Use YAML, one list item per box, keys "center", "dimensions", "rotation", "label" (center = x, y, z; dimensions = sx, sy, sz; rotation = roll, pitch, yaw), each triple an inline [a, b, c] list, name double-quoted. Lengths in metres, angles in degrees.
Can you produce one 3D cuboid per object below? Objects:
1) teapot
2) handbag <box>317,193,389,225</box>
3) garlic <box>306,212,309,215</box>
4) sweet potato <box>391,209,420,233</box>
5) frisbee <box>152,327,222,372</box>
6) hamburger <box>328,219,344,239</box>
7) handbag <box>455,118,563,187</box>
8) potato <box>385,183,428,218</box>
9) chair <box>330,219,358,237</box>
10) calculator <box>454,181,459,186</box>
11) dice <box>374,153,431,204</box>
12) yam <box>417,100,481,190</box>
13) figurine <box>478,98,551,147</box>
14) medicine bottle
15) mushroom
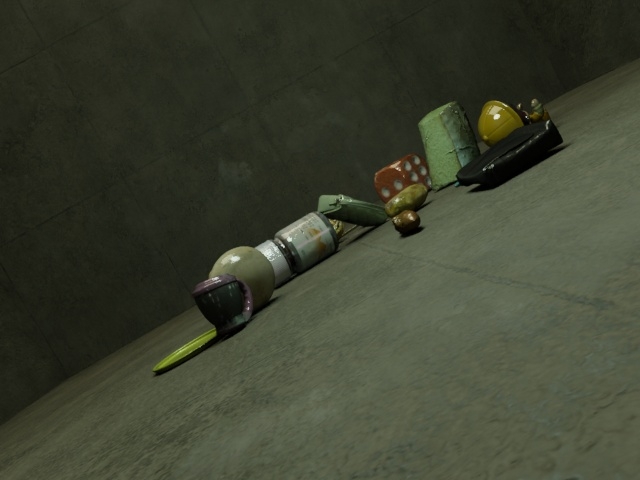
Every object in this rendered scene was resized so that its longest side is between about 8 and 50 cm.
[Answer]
- center: [-0.242, 0.164, 1.413]
  dimensions: [0.116, 0.146, 0.148]
  rotation: [-24, -4, 9]
  label: "teapot"
- center: [0.134, -0.103, 1.974]
  dimensions: [0.256, 0.079, 0.219]
  rotation: [13, -8, -37]
  label: "handbag"
- center: [-0.072, 0.022, 2.102]
  dimensions: [0.229, 0.142, 0.178]
  rotation: [-48, 2, -5]
  label: "garlic"
- center: [0.211, -0.045, 1.403]
  dimensions: [0.067, 0.060, 0.206]
  rotation: [4, -6, 3]
  label: "sweet potato"
- center: [-0.339, 0.286, 1.491]
  dimensions: [0.235, 0.017, 0.236]
  rotation: [-29, 4, 2]
  label: "frisbee"
- center: [0.000, 0.000, 2.252]
  dimensions: [0.207, 0.136, 0.155]
  rotation: [-15, 21, 11]
  label: "hamburger"
- center: [0.475, -0.206, 1.431]
  dimensions: [0.223, 0.080, 0.247]
  rotation: [-37, 5, 0]
  label: "handbag"
- center: [0.278, -0.124, 1.814]
  dimensions: [0.170, 0.080, 0.107]
  rotation: [-38, 8, -34]
  label: "potato"
- center: [0.095, -0.073, 2.356]
  dimensions: [0.221, 0.104, 0.095]
  rotation: [-23, 44, 13]
  label: "chair"
- center: [0.494, -0.211, 1.811]
  dimensions: [0.141, 0.019, 0.094]
  rotation: [-30, 2, 20]
  label: "calculator"
- center: [0.342, -0.243, 2.299]
  dimensions: [0.174, 0.175, 0.179]
  rotation: [-31, 7, -35]
  label: "dice"
- center: [0.470, -0.353, 2.049]
  dimensions: [0.202, 0.271, 0.201]
  rotation: [-18, 9, 46]
  label: "yam"
- center: [0.656, -0.387, 1.889]
  dimensions: [0.256, 0.167, 0.192]
  rotation: [-6, -9, -17]
  label: "figurine"
- center: [-0.085, 0.029, 1.927]
  dimensions: [0.273, 0.165, 0.165]
  rotation: [-33, 4, -21]
  label: "medicine bottle"
- center: [-0.226, 0.106, 1.582]
  dimensions: [0.206, 0.206, 0.209]
  rotation: [-30, 40, -5]
  label: "mushroom"
